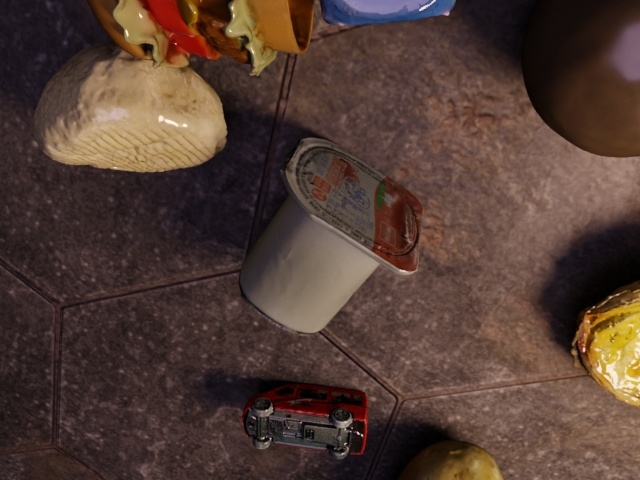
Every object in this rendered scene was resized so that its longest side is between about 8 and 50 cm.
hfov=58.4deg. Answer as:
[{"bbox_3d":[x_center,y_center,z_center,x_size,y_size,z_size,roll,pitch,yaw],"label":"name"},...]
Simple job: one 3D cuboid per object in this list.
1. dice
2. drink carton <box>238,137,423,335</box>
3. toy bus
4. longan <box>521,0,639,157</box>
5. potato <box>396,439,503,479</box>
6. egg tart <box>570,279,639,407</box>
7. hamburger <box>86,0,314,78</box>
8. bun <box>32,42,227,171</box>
[{"bbox_3d":[0.064,-0.299,0.576,0.143,0.146,0.146,-1,115,7],"label":"dice"},{"bbox_3d":[0.000,0.000,0.731,0.191,0.185,0.189,31,128,-10],"label":"drink carton"},{"bbox_3d":[-0.023,0.278,0.908,0.195,0.089,0.081,5,117,5],"label":"toy bus"},{"bbox_3d":[0.303,-0.188,0.572,0.196,0.196,0.220,-7,117,11],"label":"longan"},{"bbox_3d":[0.196,0.453,0.919,0.210,0.173,0.307,14,120,4],"label":"potato"},{"bbox_3d":[0.477,0.128,0.752,0.279,0.095,0.279,10,131,12],"label":"egg tart"},{"bbox_3d":[-0.120,-0.291,0.537,0.212,0.274,0.274,0,116,6],"label":"hamburger"},{"bbox_3d":[-0.220,-0.155,0.676,0.220,0.220,0.134,-6,86,11],"label":"bun"}]
